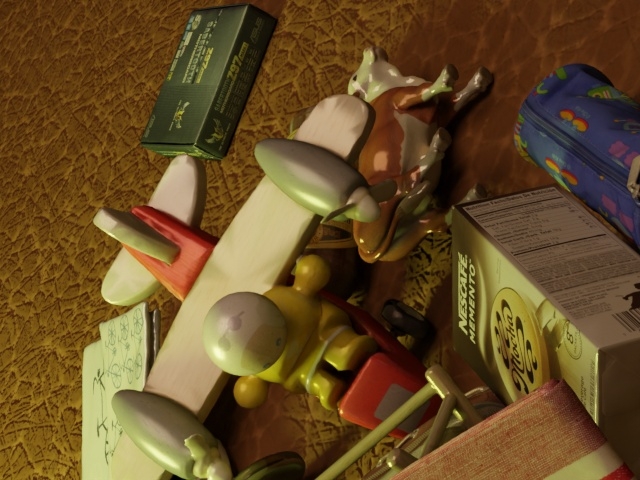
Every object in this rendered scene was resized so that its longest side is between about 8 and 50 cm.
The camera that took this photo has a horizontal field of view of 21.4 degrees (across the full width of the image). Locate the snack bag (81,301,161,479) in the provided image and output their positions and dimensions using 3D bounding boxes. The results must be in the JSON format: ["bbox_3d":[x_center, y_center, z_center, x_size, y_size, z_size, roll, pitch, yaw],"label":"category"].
[{"bbox_3d":[-0.267,0.260,2.193,0.342,0.037,0.323,155,116,-66],"label":"snack bag"}]

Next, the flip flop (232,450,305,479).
[{"bbox_3d":[-0.090,0.364,1.945,0.080,0.112,0.277,34,96,33],"label":"flip flop"}]

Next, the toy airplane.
[{"bbox_3d":[-0.081,0.068,1.806,0.384,0.272,0.386,-13,93,10],"label":"toy airplane"}]

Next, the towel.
[{"bbox_3d":[0.210,0.287,1.367,0.237,0.329,0.037,-37,1,39],"label":"towel"}]

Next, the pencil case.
[{"bbox_3d":[0.294,-0.070,1.627,0.119,0.133,0.306,-59,30,12],"label":"pencil case"}]

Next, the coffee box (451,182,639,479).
[{"bbox_3d":[0.231,0.087,1.552,0.297,0.119,0.168,-130,31,-58],"label":"coffee box"}]

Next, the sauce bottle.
[{"bbox_3d":[0.000,0.000,2.054,0.111,0.111,0.344,-30,46,44],"label":"sauce bottle"}]

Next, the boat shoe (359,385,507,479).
[{"bbox_3d":[0.106,0.256,1.714,0.324,0.123,0.116,-40,6,31],"label":"boat shoe"}]

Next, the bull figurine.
[{"bbox_3d":[0.104,-0.116,1.983,0.188,0.101,0.310,-33,43,40],"label":"bull figurine"}]

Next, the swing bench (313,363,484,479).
[{"bbox_3d":[0.101,0.303,1.577,0.253,0.255,0.165,-44,7,30],"label":"swing bench"}]

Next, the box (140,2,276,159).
[{"bbox_3d":[-0.170,-0.236,2.535,0.183,0.059,0.232,8,76,57],"label":"box"}]

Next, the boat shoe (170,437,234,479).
[{"bbox_3d":[-0.164,0.292,2.098,0.095,0.084,0.258,-63,23,2],"label":"boat shoe"}]
